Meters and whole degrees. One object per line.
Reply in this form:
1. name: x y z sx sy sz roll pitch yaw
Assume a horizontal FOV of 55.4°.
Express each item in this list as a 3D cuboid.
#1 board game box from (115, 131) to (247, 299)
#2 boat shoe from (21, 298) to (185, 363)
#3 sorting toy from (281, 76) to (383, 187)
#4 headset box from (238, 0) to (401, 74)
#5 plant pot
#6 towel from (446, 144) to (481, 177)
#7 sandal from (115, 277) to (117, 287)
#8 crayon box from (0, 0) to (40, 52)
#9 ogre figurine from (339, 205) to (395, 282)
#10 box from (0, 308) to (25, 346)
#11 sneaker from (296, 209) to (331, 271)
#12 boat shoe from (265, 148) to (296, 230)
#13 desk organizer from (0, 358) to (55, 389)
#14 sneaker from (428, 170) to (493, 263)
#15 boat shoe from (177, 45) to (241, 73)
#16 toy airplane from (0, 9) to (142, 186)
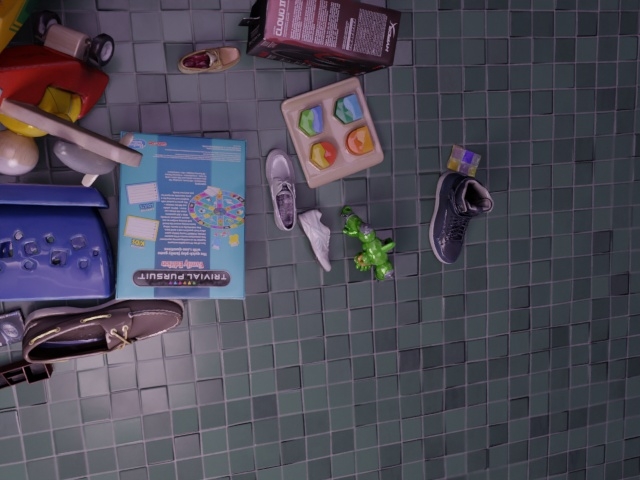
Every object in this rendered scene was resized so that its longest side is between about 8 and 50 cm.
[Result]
1. board game box: -0.285 -0.045 1.261 0.254 0.079 0.335 2 85 -15
2. boat shoe: -0.444 0.186 1.265 0.325 0.096 0.116 -6 129 -13
3. sorting toy: 0.032 -0.243 1.376 0.193 0.038 0.208 -22 104 -11
4. headset box: -0.017 -0.423 1.240 0.294 0.218 0.110 6 97 -17
5. plant pot: -0.518 0.000 1.169 0.236 0.236 0.211 1 92 -16
6. towel: 0.350 -0.193 1.487 0.083 0.009 0.060 19 93 -17
7. sandal: -0.348 0.077 1.315 0.180 0.072 0.049 -20 134 -14
8. crayon box: -0.535 -0.368 0.871 0.203 0.322 0.083 21 125 -22
9. ogre figurine: 0.114 0.016 1.399 0.097 0.118 0.196 -12 101 -13
10. box: -0.657 0.184 1.265 0.083 0.018 0.067 -14 102 -13
11. sneaker: 0.000 0.000 1.399 0.061 0.054 0.152 -25 104 -13
12. boat shoe: -0.084 -0.110 1.352 0.066 0.063 0.184 -3 100 -15
13. desk organizer: -0.632 0.280 1.271 0.130 0.050 0.047 -16 103 -12
14. sneaker: 0.328 -0.043 1.427 0.086 0.163 0.226 -3 101 -17
15. boat shoe: -0.231 -0.378 1.277 0.136 0.045 0.050 -19 103 -12
16. toy airplane: -0.527 -0.223 1.030 0.385 0.386 0.272 0 124 -33
